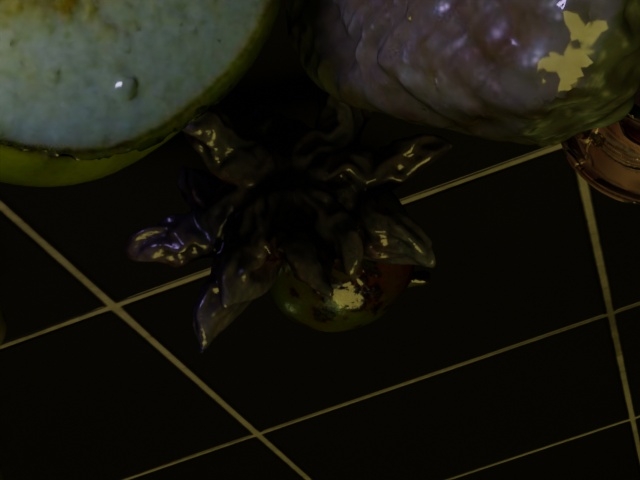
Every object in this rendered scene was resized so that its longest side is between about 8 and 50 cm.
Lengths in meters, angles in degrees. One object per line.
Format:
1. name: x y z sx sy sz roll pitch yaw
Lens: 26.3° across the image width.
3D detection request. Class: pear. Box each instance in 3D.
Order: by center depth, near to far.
1. pear: -0.151 -0.153 0.777 0.159 0.292 0.292 5 147 -32

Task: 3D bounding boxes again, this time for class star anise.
1. star anise: -0.025 -0.033 1.107 0.282 0.212 0.129 -12 160 -5

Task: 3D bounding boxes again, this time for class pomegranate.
1. pomegranate: 0.001 -0.005 1.244 0.156 0.156 0.220 -26 142 18

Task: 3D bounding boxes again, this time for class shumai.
1. shumai: 0.164 -0.178 0.810 0.288 0.330 0.292 15 116 -30

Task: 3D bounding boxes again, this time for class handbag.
1. handbag: 0.309 -0.125 1.158 0.205 0.179 0.116 -14 146 -6

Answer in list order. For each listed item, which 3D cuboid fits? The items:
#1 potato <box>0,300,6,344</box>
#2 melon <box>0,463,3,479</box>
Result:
1. potato: -0.388 0.107 1.241 0.165 0.165 0.262 14 137 -44
2. melon: -0.428 0.269 1.576 0.099 0.099 0.162 -27 152 21
